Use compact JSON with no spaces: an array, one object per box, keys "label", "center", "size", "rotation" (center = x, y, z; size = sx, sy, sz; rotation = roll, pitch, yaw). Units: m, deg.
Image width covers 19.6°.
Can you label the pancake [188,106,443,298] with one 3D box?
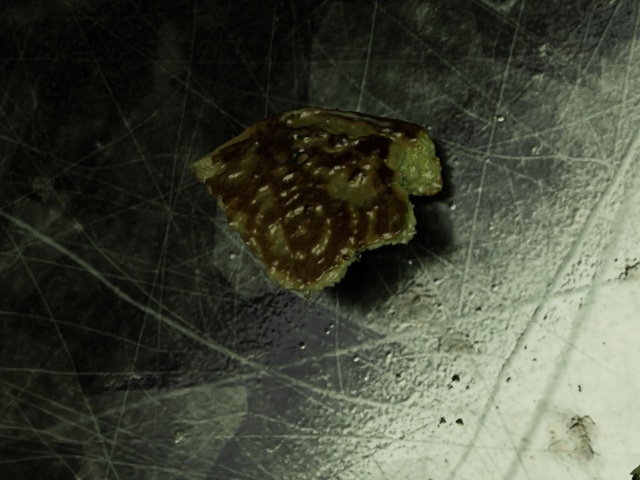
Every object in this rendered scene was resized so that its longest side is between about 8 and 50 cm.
[{"label":"pancake","center":[0.004,-0.061,1.846],"size":[0.212,0.056,0.257],"rotation":[-38,54,-5]}]

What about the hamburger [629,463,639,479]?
[{"label":"hamburger","center":[0.337,0.274,1.650],"size":[0.214,0.125,0.235],"rotation":[-19,79,10]}]
